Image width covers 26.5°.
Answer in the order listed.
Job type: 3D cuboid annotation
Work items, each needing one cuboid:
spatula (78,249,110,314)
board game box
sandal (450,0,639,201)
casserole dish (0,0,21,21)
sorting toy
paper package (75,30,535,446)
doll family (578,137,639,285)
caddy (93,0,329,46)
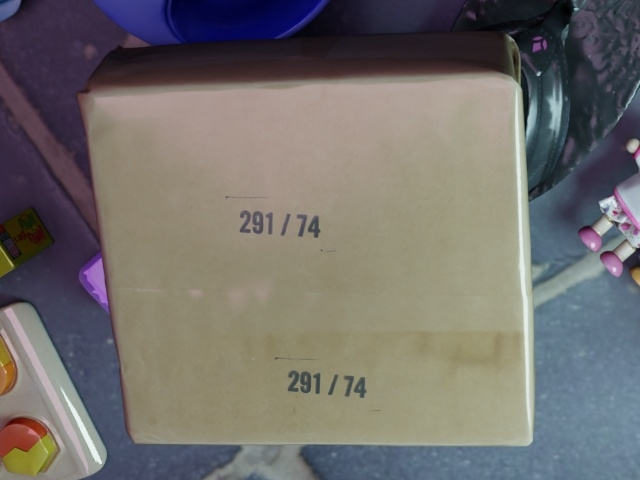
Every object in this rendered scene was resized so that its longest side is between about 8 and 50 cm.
[{"bbox_3d":[-0.100,-0.029,1.274,0.296,0.030,0.084,-40,95,19],"label":"spatula"},{"bbox_3d":[-0.355,0.039,1.318,0.181,0.092,0.043,-30,97,19],"label":"board game box"},{"bbox_3d":[0.128,-0.075,1.168,0.167,0.107,0.445,38,110,1],"label":"sandal"},{"bbox_3d":[-0.324,-0.292,1.248,0.114,0.037,0.188,-21,101,17],"label":"casserole dish"},{"bbox_3d":[-0.346,0.181,1.384,0.208,0.038,0.193,-22,99,17],"label":"sorting toy"},{"bbox_3d":[0.000,0.000,1.063,0.325,0.168,0.309,-2,109,7],"label":"paper package"},{"bbox_3d":[0.357,0.014,1.154,0.163,0.118,0.263,-45,74,26],"label":"doll family"},{"bbox_3d":[-0.058,-0.310,1.078,0.241,0.179,0.341,33,111,-17],"label":"caddy"}]
